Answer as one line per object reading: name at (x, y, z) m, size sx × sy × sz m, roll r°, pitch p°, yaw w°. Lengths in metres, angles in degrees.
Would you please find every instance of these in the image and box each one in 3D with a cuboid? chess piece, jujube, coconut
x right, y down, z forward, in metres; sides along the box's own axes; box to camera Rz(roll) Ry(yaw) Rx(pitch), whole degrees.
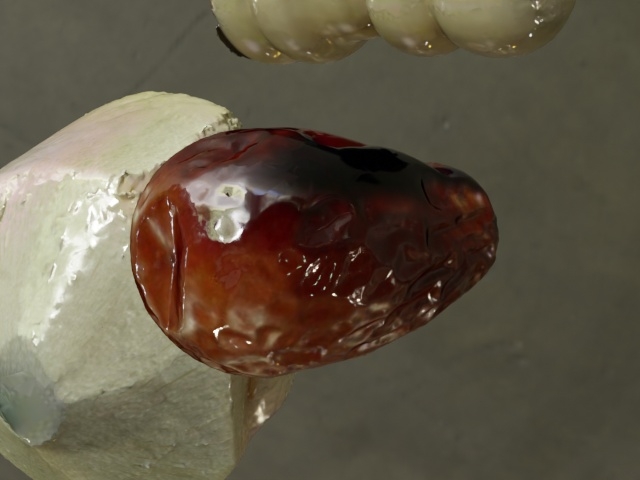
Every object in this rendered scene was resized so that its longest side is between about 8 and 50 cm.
chess piece at (0.057, -0.179, 1.213) m, size 0.261 × 0.143 × 0.143 m, roll 11°, pitch 147°, yaw 40°
jujube at (0.000, 0.000, 1.128) m, size 0.236 × 0.168 × 0.168 m, roll -11°, pitch 151°, yaw -31°
coconut at (-0.150, 0.054, 1.401) m, size 0.297 × 0.309 × 0.297 m, roll 9°, pitch 119°, yaw 16°
